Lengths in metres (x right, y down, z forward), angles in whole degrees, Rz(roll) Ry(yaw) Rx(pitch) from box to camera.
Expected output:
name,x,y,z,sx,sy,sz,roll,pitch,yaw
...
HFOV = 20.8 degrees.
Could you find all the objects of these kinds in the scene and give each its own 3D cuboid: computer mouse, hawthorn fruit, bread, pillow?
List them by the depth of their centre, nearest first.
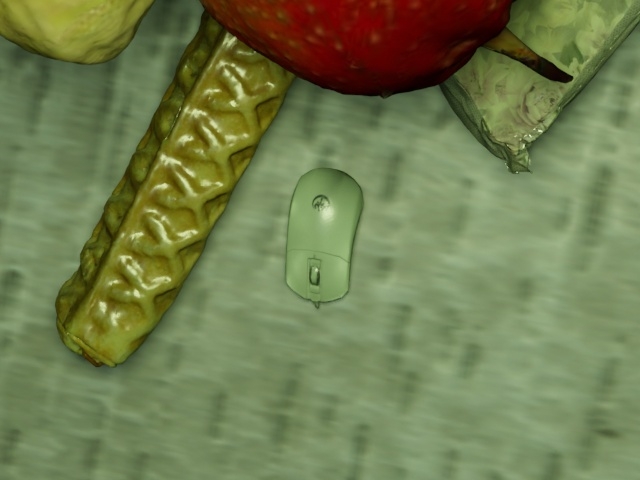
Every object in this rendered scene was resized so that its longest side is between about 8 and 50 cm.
name,x,y,z,sx,sy,sz,roll,pitch,yaw
hawthorn fruit,0.055,-0.206,1.166,0.300,0.254,0.254,38,106,-9
pillow,0.174,-0.178,1.223,0.255,0.059,0.169,-50,55,31
bread,-0.099,-0.065,1.332,0.077,0.084,0.367,20,106,-36
computer mouse,0.000,0.000,1.341,0.056,0.032,0.110,9,101,13

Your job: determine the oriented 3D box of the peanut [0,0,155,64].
name,x,y,z,sx,sy,sz,roll,pitch,yaw
peanut,-0.174,-0.298,1.063,0.169,0.192,0.387,-11,98,7
